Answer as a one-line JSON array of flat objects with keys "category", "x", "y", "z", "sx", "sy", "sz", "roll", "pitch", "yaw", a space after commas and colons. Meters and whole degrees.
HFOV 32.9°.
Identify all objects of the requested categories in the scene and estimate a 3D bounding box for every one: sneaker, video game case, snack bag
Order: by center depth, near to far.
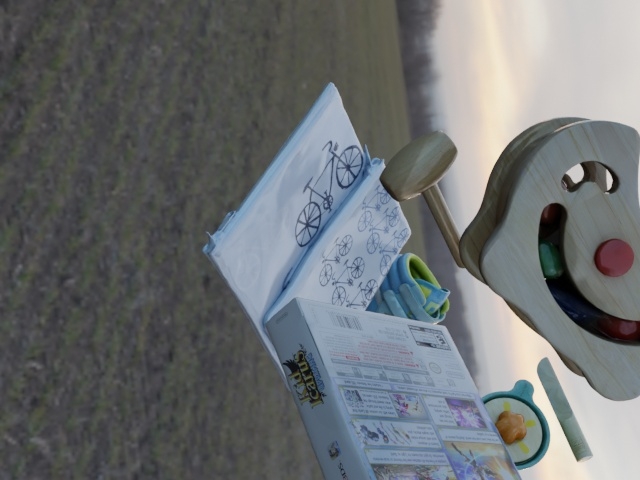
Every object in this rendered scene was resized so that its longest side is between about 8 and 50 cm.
[{"category": "video game case", "x": 0.087, "y": 0.192, "z": 1.179, "sx": 0.270, "sy": 0.061, "sz": 0.244, "roll": 14, "pitch": 41, "yaw": -45}, {"category": "snack bag", "x": 0.000, "y": 0.000, "z": 1.471, "sx": 0.323, "sy": 0.037, "sz": 0.342, "roll": -55, "pitch": 141, "yaw": -27}, {"category": "sneaker", "x": 0.111, "y": 0.163, "z": 1.715, "sx": 0.127, "sy": 0.208, "sz": 0.318, "roll": 20, "pitch": 61, "yaw": -53}]

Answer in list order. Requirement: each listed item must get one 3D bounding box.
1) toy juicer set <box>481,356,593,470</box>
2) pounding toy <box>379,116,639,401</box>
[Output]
[{"category": "toy juicer set", "x": 0.324, "y": 0.332, "z": 1.725, "sx": 0.209, "sy": 0.329, "sz": 0.089, "roll": 49, "pitch": -27, "yaw": 21}, {"category": "pounding toy", "x": 0.188, "y": -0.011, "z": 0.852, "sx": 0.269, "sy": 0.154, "sz": 0.155, "roll": 44, "pitch": 2, "yaw": -10}]
